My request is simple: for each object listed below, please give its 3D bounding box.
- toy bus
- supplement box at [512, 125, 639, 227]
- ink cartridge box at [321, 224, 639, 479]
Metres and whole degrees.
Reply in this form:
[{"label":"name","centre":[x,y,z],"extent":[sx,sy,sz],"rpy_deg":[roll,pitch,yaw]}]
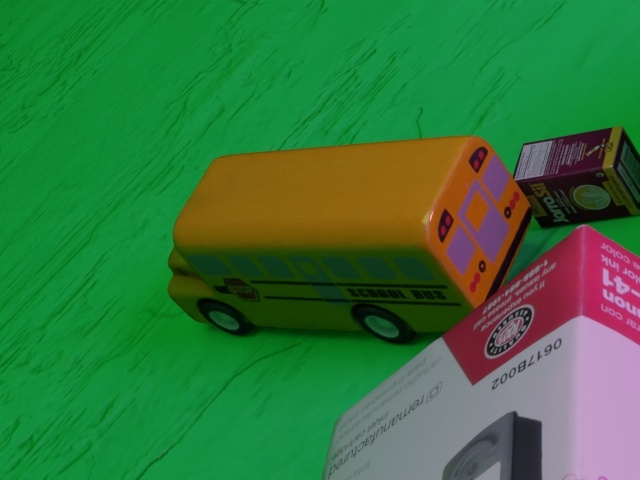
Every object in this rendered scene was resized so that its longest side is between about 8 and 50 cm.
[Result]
[{"label":"toy bus","centre":[0.000,0.000,0.997],"extent":[0.332,0.130,0.108],"rpy_deg":[-1,51,43]},{"label":"supplement box","centre":[0.192,-0.046,0.931],"extent":[0.083,0.055,0.043],"rpy_deg":[-9,46,39]},{"label":"ink cartridge box","centre":[0.090,0.176,0.595],"extent":[0.226,0.131,0.306],"rpy_deg":[-43,19,37]}]
